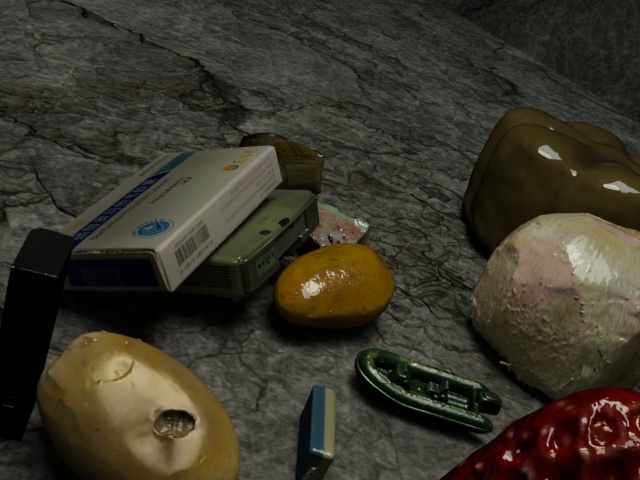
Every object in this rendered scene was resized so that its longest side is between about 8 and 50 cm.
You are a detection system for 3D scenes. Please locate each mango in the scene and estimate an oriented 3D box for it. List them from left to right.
[{"bbox_3d":[0.021,0.070,1.267,0.147,0.109,0.227,36,32,22],"label":"mango"}]

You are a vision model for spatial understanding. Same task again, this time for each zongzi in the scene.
[{"bbox_3d":[-0.141,-0.146,1.562,0.221,0.112,0.242,-12,33,-45],"label":"zongzi"}]

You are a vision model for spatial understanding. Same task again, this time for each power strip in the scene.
[{"bbox_3d":[-0.004,0.231,1.015,0.032,0.056,0.123,17,28,-7],"label":"power strip"}]

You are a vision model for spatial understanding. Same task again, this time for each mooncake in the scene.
[{"bbox_3d":[0.526,-0.073,1.701,0.467,0.262,0.467,16,25,-8],"label":"mooncake"}]

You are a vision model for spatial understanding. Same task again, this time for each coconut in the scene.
[{"bbox_3d":[0.400,0.086,1.334,0.297,0.254,0.297,17,29,-10],"label":"coconut"}]

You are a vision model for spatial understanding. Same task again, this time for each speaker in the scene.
[{"bbox_3d":[-0.303,0.099,0.884,0.044,0.218,0.082,16,29,-11],"label":"speaker"}]

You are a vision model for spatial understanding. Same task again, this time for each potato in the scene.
[{"bbox_3d":[-0.184,0.191,0.885,0.234,0.146,0.150,42,75,12],"label":"potato"}]

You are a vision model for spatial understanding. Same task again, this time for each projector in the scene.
[{"bbox_3d":[-0.132,0.002,1.272,0.194,0.088,0.269,4,25,22],"label":"projector"}]

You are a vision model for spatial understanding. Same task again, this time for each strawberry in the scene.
[{"bbox_3d":[0.224,0.296,0.737,0.318,0.345,0.295,31,28,21],"label":"strawberry"}]

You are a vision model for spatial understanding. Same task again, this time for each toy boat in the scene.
[{"bbox_3d":[0.144,0.202,1.170,0.210,0.052,0.104,20,30,-1],"label":"toy boat"}]

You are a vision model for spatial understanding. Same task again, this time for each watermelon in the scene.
[{"bbox_3d":[0.000,0.000,1.435,0.187,0.071,0.139,18,33,-22],"label":"watermelon"}]

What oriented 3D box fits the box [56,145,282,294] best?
[{"bbox_3d":[-0.213,-0.038,1.194,0.200,0.065,0.343,-1,27,24],"label":"box"}]
